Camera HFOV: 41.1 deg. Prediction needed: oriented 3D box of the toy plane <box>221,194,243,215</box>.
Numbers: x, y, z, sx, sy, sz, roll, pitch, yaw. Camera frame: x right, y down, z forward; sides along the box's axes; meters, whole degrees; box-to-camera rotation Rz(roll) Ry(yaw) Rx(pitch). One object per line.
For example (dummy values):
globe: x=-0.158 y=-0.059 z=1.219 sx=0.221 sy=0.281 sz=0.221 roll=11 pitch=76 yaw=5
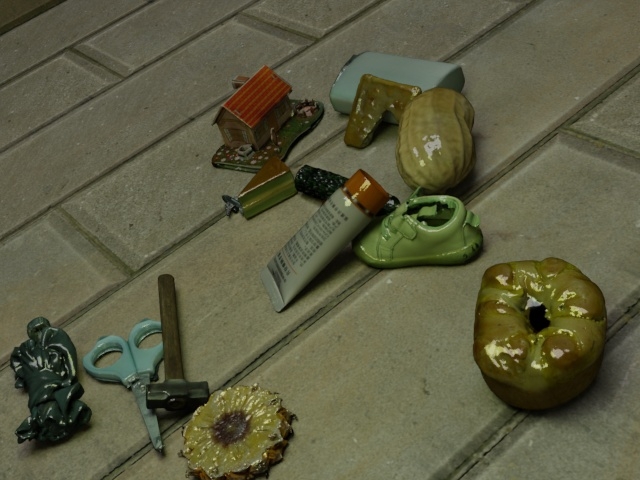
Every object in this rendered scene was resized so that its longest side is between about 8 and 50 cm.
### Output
toy plane: x=-0.197 y=-0.085 z=1.957 sx=0.083 sy=0.031 sz=0.078 roll=21 pitch=54 yaw=40

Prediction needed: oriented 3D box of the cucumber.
cucumber: x=0.064 y=-0.099 z=1.838 sx=0.293 sy=0.068 sz=0.067 roll=22 pitch=54 yaw=39

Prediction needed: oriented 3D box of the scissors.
scissors: x=-0.334 y=0.270 z=1.590 sx=0.191 sy=0.029 sz=0.360 roll=-23 pitch=38 yaw=-10

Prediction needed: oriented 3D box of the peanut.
peanut: x=0.250 y=-0.223 z=1.814 sx=0.174 sy=0.158 sz=0.340 roll=15 pitch=46 yaw=-7

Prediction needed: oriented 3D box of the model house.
model house: x=-0.144 y=-0.319 z=2.119 sx=0.207 sy=0.154 sz=0.294 roll=10 pitch=46 yaw=34

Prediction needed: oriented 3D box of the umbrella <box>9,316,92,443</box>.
umbrella: x=-0.535 y=0.252 z=1.653 sx=0.143 sy=0.094 sz=0.349 roll=-22 pitch=36 yaw=-10

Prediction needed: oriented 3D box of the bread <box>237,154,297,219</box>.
bread: x=-0.133 y=-0.120 z=1.941 sx=0.139 sy=0.074 sz=0.084 roll=-30 pitch=40 yaw=-11

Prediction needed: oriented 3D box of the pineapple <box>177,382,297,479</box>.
pineapple: x=-0.149 y=0.323 z=1.438 sx=0.221 sy=0.047 sz=0.221 roll=-13 pitch=39 yaw=11

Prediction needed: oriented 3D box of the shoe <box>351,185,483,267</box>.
shoe: x=0.188 y=-0.027 z=1.669 sx=0.262 sy=0.128 sz=0.140 roll=5 pitch=30 yaw=24

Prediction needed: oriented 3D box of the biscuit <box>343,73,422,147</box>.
biscuit: x=0.144 y=-0.291 z=1.976 sx=0.183 sy=0.039 sz=0.174 roll=18 pitch=96 yaw=39

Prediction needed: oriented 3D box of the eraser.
eraser: x=0.181 y=-0.370 z=2.079 sx=0.290 sy=0.104 sz=0.189 roll=19 pitch=55 yaw=38

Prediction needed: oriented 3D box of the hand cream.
hand cream: x=0.000 y=0.000 z=1.674 sx=0.314 sy=0.089 sz=0.140 roll=-42 pitch=37 yaw=13

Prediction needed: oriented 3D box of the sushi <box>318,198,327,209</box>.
sushi: x=0.033 y=-0.055 z=1.799 sx=0.060 sy=0.061 sz=0.118 roll=-51 pitch=50 yaw=4

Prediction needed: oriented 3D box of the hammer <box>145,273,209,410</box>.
hammer: x=-0.284 y=0.181 z=1.638 sx=0.111 sy=0.044 sz=0.365 roll=0 pitch=36 yaw=-14

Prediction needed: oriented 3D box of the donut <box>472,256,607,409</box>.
donut: x=0.351 y=0.147 z=1.369 sx=0.208 sy=0.128 sz=0.261 roll=-1 pitch=42 yaw=21
